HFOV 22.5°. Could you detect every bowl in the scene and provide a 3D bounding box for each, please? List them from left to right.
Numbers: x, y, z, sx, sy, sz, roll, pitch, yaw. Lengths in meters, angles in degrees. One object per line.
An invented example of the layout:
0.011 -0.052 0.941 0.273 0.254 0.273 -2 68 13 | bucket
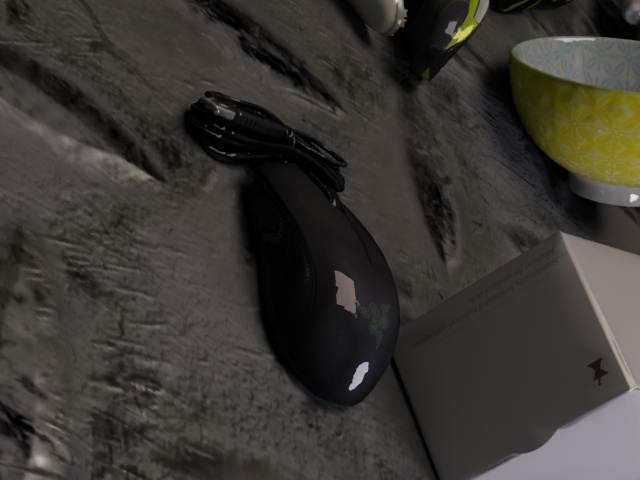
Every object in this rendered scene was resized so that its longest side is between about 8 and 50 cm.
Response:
0.354 -0.129 1.869 0.289 0.290 0.156 -35 134 -63 | bowl

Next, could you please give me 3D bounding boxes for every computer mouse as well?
0.000 0.000 1.290 0.188 0.072 0.272 23 43 -48 | computer mouse

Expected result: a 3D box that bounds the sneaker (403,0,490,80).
0.100 -0.286 1.744 0.121 0.111 0.300 26 35 -23 | sneaker

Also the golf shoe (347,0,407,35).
0.018 -0.280 1.647 0.086 0.069 0.176 -22 76 -42 | golf shoe

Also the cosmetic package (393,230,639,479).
0.251 0.124 1.431 0.365 0.197 0.155 16 48 -53 | cosmetic package

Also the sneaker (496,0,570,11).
0.312 -0.400 2.140 0.147 0.145 0.385 60 26 7 | sneaker

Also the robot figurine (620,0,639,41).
0.565 -0.301 2.376 0.300 0.200 0.353 33 34 -13 | robot figurine
